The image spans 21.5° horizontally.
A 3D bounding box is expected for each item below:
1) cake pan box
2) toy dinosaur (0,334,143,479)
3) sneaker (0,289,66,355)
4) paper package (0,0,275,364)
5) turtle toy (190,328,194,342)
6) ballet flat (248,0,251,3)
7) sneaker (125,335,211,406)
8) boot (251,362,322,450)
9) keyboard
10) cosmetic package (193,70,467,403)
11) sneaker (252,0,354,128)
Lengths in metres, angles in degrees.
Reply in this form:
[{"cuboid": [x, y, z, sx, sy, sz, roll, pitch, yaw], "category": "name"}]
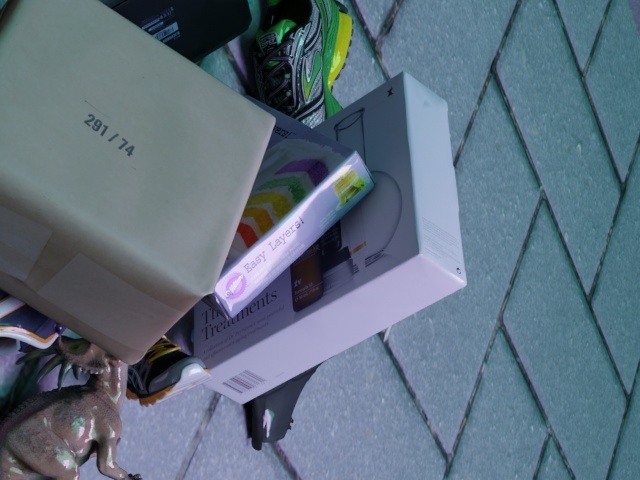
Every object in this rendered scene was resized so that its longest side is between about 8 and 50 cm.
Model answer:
[{"cuboid": [-0.101, -0.049, 2.048, 0.246, 0.267, 0.070, -40, 128, -14], "category": "cake pan box"}, {"cuboid": [-0.303, 0.211, 1.907, 0.296, 0.127, 0.200, -45, 120, -36], "category": "toy dinosaur"}, {"cuboid": [-0.322, 0.050, 1.865, 0.321, 0.126, 0.127, -22, 103, -47], "category": "sneaker"}, {"cuboid": [-0.248, -0.083, 1.787, 0.325, 0.168, 0.309, 33, 45, -15], "category": "paper package"}, {"cuboid": [-0.131, 0.144, 2.255, 0.095, 0.066, 0.130, -52, 133, -48], "category": "turtle toy"}, {"cuboid": [-0.157, -0.386, 2.194, 0.247, 0.087, 0.083, 54, 18, -46], "category": "ballet flat"}, {"cuboid": [-0.200, 0.149, 2.032, 0.084, 0.215, 0.083, -20, 95, -26], "category": "sneaker"}, {"cuboid": [-0.042, 0.211, 2.420, 0.198, 0.077, 0.137, -13, 106, -46], "category": "boot"}, {"cuboid": [-0.214, -0.292, 2.078, 0.317, 0.033, 0.201, -37, 127, -38], "category": "keyboard"}, {"cuboid": [0.000, 0.000, 2.105, 0.097, 0.377, 0.284, 33, 40, -36], "category": "cosmetic package"}, {"cuboid": [-0.051, -0.220, 2.370, 0.146, 0.134, 0.343, 37, 49, -47], "category": "sneaker"}]
